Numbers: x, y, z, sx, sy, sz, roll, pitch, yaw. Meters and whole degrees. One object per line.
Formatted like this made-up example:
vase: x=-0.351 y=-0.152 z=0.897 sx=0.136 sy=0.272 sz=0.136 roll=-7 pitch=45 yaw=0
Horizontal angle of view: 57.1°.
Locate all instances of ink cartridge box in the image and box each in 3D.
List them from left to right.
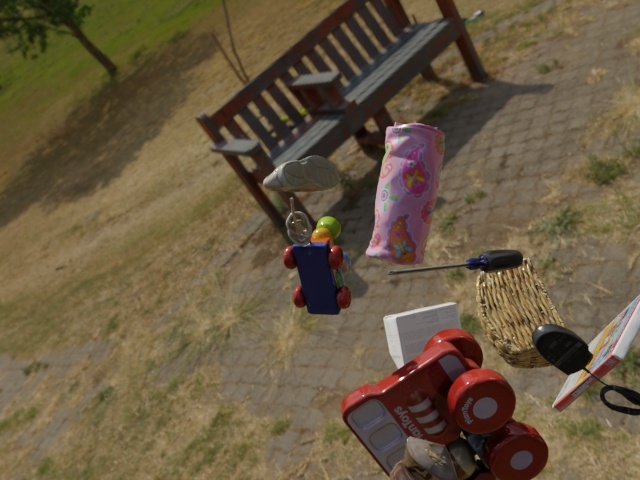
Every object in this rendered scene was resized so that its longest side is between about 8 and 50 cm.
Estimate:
ink cartridge box: x=0.248 y=0.266 z=1.334 sx=0.181 sy=0.224 sz=0.056 roll=-7 pitch=-3 yaw=-29

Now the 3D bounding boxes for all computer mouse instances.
computer mouse: x=0.474 y=0.225 z=1.033 sx=0.071 sy=0.242 sz=0.041 roll=-51 pitch=2 yaw=24

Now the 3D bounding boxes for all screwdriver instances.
screwdriver: x=0.133 y=0.024 z=0.581 sx=0.170 sy=0.024 sz=0.025 roll=-3 pitch=11 yaw=-25

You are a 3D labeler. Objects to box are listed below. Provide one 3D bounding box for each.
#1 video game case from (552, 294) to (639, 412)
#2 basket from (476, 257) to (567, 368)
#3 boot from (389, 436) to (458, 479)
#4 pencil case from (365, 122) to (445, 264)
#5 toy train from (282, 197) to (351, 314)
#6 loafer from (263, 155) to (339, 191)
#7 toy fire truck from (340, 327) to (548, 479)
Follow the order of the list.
video game case: x=0.610 y=0.243 z=1.273 sx=0.025 sy=0.285 sz=0.204 roll=35 pitch=58 yaw=18
basket: x=0.605 y=0.247 z=1.823 sx=0.213 sy=0.223 sz=0.299 roll=-20 pitch=56 yaw=5
boot: x=0.116 y=0.233 z=0.548 sx=0.106 sy=0.114 sz=0.037 roll=32 pitch=55 yaw=16
pencil case: x=0.169 y=-0.093 z=1.169 sx=0.124 sy=0.124 sz=0.284 roll=13 pitch=96 yaw=54
toy train: x=0.000 y=0.000 z=1.064 sx=0.105 sy=0.248 sz=0.143 roll=-1 pitch=32 yaw=19
loafer: x=-0.023 y=-0.081 z=0.742 sx=0.039 sy=0.045 sz=0.125 roll=-16 pitch=-3 yaw=34
toy fire truck: x=0.205 y=0.314 z=0.976 sx=0.254 sy=0.302 sz=0.169 roll=-33 pitch=20 yaw=5
